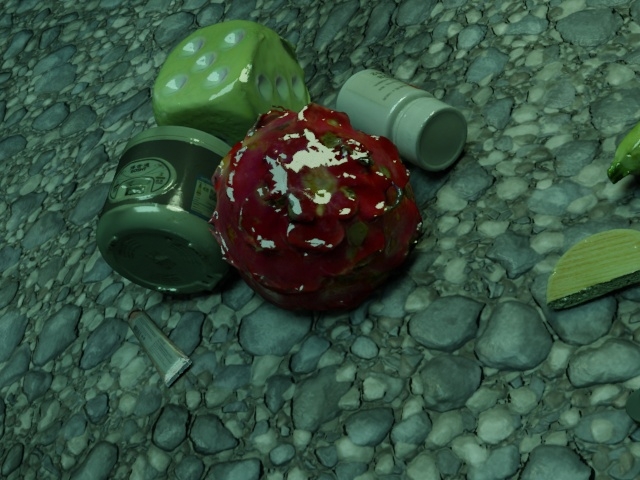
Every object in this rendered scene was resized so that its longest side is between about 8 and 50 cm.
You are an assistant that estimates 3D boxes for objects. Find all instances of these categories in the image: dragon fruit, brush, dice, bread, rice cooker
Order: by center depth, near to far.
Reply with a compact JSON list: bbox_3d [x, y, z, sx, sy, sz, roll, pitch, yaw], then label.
[{"bbox_3d":[0.492,0.148,1.471,0.062,0.027,0.266,2,52,37],"label":"brush"},{"bbox_3d":[0.436,0.036,1.597,0.193,0.036,0.112,-23,39,24],"label":"bread"},{"bbox_3d":[-0.025,-0.074,1.801,0.371,0.249,0.386,-21,71,4],"label":"dragon fruit"},{"bbox_3d":[-0.281,-0.065,2.031,0.288,0.288,0.277,-11,49,29],"label":"rice cooker"},{"bbox_3d":[-0.179,-0.290,2.168,0.254,0.252,0.250,-5,53,31],"label":"dice"}]

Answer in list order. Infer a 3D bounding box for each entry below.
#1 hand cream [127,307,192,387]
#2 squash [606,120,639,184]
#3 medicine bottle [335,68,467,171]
[{"bbox_3d":[-0.318,0.199,2.006,0.067,0.043,0.209,-44,47,-2],"label":"hand cream"},{"bbox_3d":[0.607,-0.211,1.626,0.370,0.118,0.118,-32,42,13],"label":"squash"},{"bbox_3d":[0.150,-0.227,1.954,0.144,0.144,0.252,-46,39,-6],"label":"medicine bottle"}]
